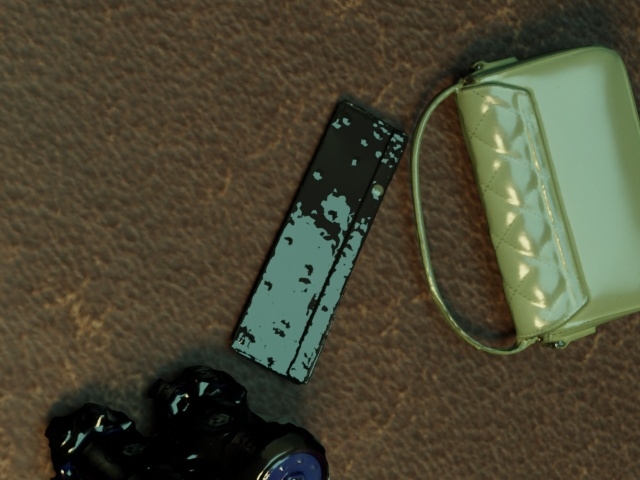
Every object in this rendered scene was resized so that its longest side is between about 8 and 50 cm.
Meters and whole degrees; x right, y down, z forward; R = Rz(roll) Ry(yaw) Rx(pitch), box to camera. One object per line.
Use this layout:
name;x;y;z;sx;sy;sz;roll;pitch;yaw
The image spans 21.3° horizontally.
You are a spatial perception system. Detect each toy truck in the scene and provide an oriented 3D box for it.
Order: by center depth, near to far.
toy truck;-0.098;0.211;1.269;0.213;0.161;0.177;-18;116;-27

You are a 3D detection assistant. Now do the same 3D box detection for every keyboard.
keyboard;0.000;0.000;1.386;0.072;0.023;0.231;28;76;-16

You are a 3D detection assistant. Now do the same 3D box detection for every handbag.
handbag;0.177;-0.032;1.452;0.219;0.079;0.256;-17;96;-15
